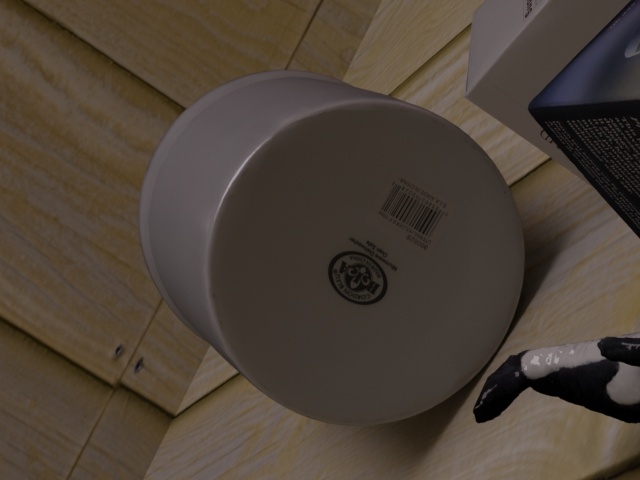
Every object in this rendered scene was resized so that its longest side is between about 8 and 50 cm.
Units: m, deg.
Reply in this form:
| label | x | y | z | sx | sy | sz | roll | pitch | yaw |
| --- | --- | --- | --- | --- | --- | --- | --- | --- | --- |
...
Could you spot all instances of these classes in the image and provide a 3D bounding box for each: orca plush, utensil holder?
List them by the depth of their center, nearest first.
| label | x | y | z | sx | sy | sz | roll | pitch | yaw |
| --- | --- | --- | --- | --- | --- | --- | --- | --- | --- |
| orca plush | 0.223 | 0.109 | 1.133 | 0.287 | 0.151 | 0.102 | -12 | 83 | 37 |
| utensil holder | 0.000 | 0.000 | 1.756 | 0.328 | 0.327 | 0.385 | -56 | 15 | 0 |

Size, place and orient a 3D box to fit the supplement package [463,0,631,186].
| label | x | y | z | sx | sy | sz | roll | pitch | yaw |
| --- | --- | --- | --- | --- | --- | --- | --- | --- | --- |
| supplement package | 0.286 | -0.218 | 1.546 | 0.293 | 0.177 | 0.175 | -49 | 15 | 30 |

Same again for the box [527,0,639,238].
| label | x | y | z | sx | sy | sz | roll | pitch | yaw |
| --- | --- | --- | --- | --- | --- | --- | --- | --- | --- |
| box | 0.326 | -0.125 | 1.047 | 0.296 | 0.183 | 0.294 | -45 | 12 | -9 |
